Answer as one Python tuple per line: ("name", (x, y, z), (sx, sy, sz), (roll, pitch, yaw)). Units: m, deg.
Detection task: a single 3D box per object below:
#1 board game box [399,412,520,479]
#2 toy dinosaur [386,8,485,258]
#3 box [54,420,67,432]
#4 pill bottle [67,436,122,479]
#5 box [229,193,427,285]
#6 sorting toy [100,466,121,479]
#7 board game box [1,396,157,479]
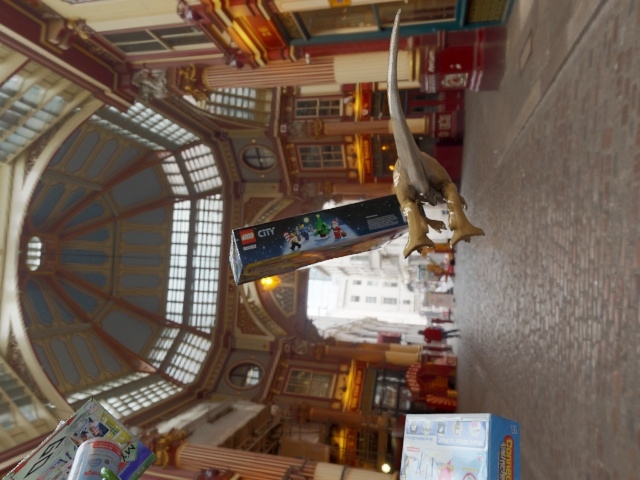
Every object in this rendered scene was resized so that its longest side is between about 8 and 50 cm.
("board game box", (0.295, 0.553, 0.958), (0.308, 0.086, 0.302), (-40, 32, 58))
("toy dinosaur", (0.075, -0.050, 0.339), (0.211, 0.064, 0.113), (36, -145, -63))
("box", (-0.682, 0.640, 1.285), (0.123, 0.256, 0.128), (72, -154, -43))
("pill bottle", (-0.434, 0.466, 0.812), (0.160, 0.087, 0.087), (-112, 13, -59))
("box", (0.000, 0.000, 0.569), (0.159, 0.232, 0.044), (135, 120, -71))
("sorting toy", (-0.342, 0.429, 0.717), (0.042, 0.061, 0.102), (-46, -62, -44))
("board game box", (-0.543, 0.524, 0.906), (0.317, 0.213, 0.046), (-47, -25, -35))
